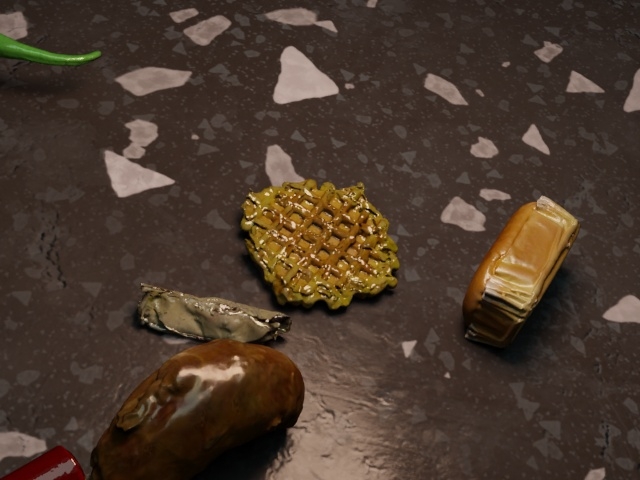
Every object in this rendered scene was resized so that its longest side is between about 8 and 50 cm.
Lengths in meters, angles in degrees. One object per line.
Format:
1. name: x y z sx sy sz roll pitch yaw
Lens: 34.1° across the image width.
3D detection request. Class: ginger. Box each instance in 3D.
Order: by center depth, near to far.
1. ginger: -0.168 0.225 1.358 0.321 0.172 0.165 -26 20 -27

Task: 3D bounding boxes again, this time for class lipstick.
1. lipstick: -0.401 0.336 1.265 0.241 0.080 0.080 -26 60 -29

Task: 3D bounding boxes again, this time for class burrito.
1. burrito: -0.156 0.112 1.524 0.229 0.058 0.063 12 44 -5

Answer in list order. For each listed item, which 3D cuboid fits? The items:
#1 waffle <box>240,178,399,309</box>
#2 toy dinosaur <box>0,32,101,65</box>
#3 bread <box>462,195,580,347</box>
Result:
1. waffle: 0.000 0.001 1.654 0.245 0.052 0.254 -9 54 -21
2. toy dinosaur: -0.640 -0.401 1.832 0.499 0.144 0.374 3 38 -14
3. bread: 0.308 0.047 1.626 0.107 0.136 0.241 30 52 13
